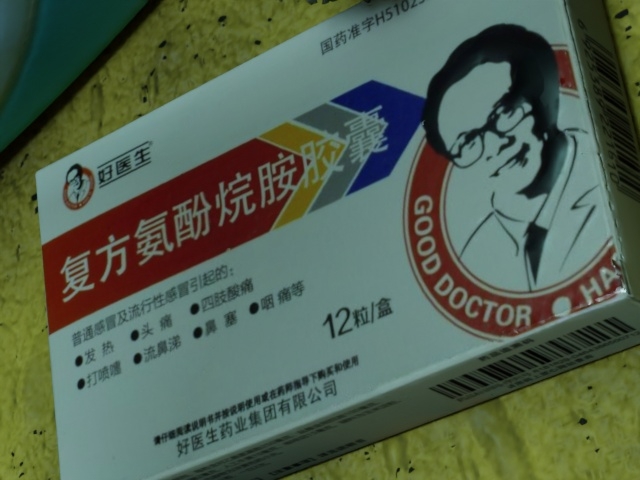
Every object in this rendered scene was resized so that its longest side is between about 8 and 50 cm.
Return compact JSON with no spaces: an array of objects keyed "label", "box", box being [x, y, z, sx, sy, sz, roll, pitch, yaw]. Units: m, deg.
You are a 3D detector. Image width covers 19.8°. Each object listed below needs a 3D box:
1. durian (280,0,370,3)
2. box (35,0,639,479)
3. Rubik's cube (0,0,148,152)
[{"label":"durian","box":[0.023,-0.202,0.938,0.196,0.196,0.167,-10,89,35]},{"label":"box","box":[0.000,0.000,0.963,0.353,0.069,0.214,-24,61,28]},{"label":"Rubik's cube","box":[-0.320,-0.234,1.067,0.352,0.351,0.347,-41,67,11]}]
